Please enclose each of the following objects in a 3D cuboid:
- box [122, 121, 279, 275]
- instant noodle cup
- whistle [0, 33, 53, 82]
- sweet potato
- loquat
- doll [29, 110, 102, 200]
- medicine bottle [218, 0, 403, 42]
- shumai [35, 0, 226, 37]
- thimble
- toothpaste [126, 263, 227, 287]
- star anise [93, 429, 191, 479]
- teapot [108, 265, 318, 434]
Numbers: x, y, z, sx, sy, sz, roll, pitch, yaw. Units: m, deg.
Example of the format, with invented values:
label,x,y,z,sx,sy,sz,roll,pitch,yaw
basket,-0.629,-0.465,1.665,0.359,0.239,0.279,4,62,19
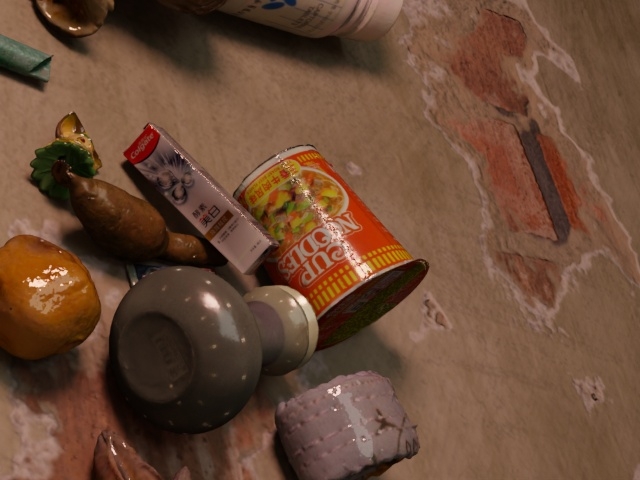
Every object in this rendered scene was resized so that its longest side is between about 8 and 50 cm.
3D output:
label,x,y,z,sx,sy,sz,roll,pitch,yaw
box,-0.144,-0.050,1.859,0.218,0.055,0.039,43,7,13
instant noodle cup,0.000,0.000,1.918,0.193,0.193,0.212,-13,62,-49
whistle,-0.400,-0.234,1.811,0.186,0.039,0.039,21,47,-31
sweet potato,-0.210,-0.008,1.792,0.269,0.075,0.075,30,41,-45
loquat,-0.300,0.059,1.625,0.137,0.113,0.137,7,59,-11
doll,-0.299,-0.095,1.797,0.113,0.076,0.078,-110,175,-67
medicine bottle,-0.031,-0.379,2.183,0.293,0.170,0.170,10,54,-39
shumai,-0.266,-0.380,1.978,0.314,0.262,0.267,40,-22,54
thimble,0.028,0.222,1.792,0.151,0.127,0.118,-4,64,-51
toothpaste,-0.168,0.044,1.830,0.140,0.021,0.037,2,58,-41
star anise,-0.157,0.349,1.530,0.349,0.109,0.292,29,49,-9
teapot,-0.109,0.112,1.725,0.251,0.183,0.183,-9,67,-59
